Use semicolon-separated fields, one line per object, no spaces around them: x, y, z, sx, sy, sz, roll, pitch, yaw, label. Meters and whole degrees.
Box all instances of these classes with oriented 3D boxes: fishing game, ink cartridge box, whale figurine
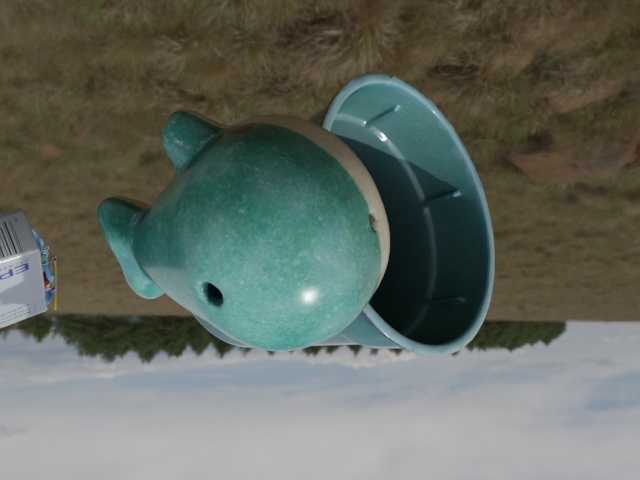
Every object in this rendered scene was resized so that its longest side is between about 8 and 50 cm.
-0.617;0.067;1.409;0.041;0.189;0.264;-7;157;-6;fishing game
-0.513;0.102;0.794;0.324;0.071;0.330;-22;164;-27;ink cartridge box
-0.084;0.008;0.504;0.272;0.216;0.141;-5;-154;31;whale figurine

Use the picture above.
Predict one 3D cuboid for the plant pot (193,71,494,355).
0.000;0.000;0.862;0.334;0.341;0.341;-17;164;42;plant pot
